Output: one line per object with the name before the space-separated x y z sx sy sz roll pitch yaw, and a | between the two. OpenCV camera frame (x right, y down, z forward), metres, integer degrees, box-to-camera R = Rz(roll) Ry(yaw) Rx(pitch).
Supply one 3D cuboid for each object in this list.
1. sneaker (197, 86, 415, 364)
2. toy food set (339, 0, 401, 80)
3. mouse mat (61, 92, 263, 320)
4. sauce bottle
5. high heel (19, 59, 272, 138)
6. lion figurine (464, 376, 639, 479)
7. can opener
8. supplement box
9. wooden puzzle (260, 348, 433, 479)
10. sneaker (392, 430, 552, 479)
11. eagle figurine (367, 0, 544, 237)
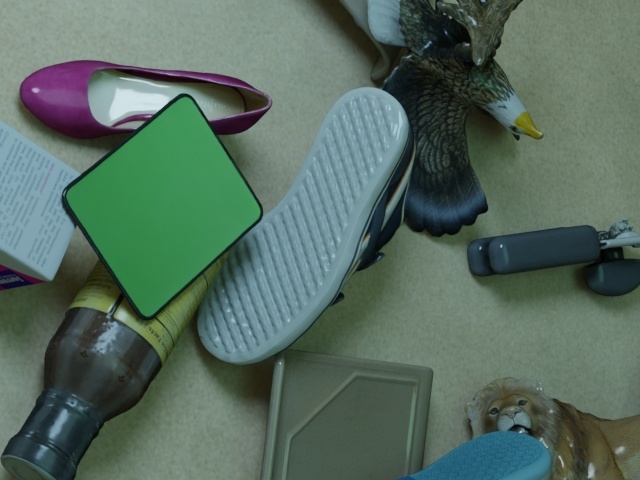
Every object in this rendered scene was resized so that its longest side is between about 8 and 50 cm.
sneaker | 0.000 0.000 2.006 0.321 0.126 0.127 -54 160 -3
toy food set | 0.024 -0.358 2.129 0.306 0.092 0.219 48 57 -33
mouse mat | -0.147 -0.034 1.842 0.190 0.007 0.152 -44 110 -36
sauce bottle | -0.195 0.086 1.862 0.111 0.111 0.344 45 60 -25
high heel | -0.170 -0.140 1.909 0.244 0.117 0.082 11 76 -37
lion figurine | 0.370 0.241 2.177 0.392 0.142 0.240 -9 60 -16
can opener | 0.296 0.022 2.283 0.280 0.074 0.093 -1 85 -38
supplement box | -0.336 -0.056 1.770 0.220 0.111 0.114 34 64 -29
wooden puzzle | 0.021 0.233 2.044 0.239 0.044 0.221 11 85 -42
sneaker | 0.118 0.351 2.028 0.319 0.127 0.208 -21 120 -26
eagle figurine | 0.154 -0.167 2.120 0.226 0.298 0.225 -10 66 -16
